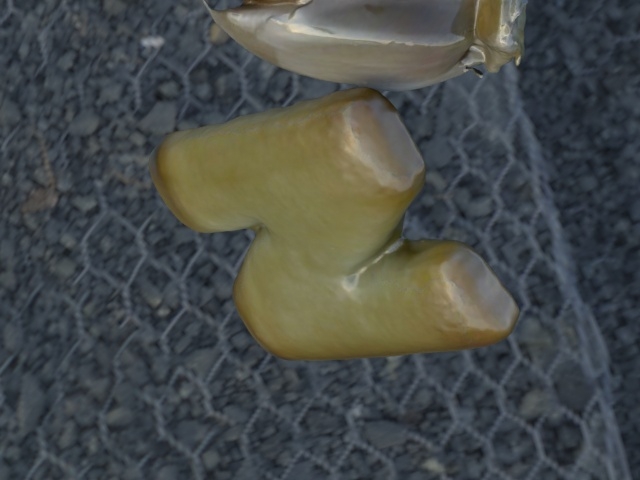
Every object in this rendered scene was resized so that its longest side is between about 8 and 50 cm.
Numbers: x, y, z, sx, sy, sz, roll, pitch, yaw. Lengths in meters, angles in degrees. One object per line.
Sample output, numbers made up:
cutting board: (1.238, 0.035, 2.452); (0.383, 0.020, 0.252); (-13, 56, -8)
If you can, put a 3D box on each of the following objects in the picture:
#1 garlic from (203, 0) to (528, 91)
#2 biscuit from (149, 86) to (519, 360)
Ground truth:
garlic: (0.036, -0.231, 1.147); (0.292, 0.210, 0.237); (23, 96, 7)
biscuit: (0.000, 0.000, 1.219); (0.062, 0.290, 0.237); (-47, 116, -35)
